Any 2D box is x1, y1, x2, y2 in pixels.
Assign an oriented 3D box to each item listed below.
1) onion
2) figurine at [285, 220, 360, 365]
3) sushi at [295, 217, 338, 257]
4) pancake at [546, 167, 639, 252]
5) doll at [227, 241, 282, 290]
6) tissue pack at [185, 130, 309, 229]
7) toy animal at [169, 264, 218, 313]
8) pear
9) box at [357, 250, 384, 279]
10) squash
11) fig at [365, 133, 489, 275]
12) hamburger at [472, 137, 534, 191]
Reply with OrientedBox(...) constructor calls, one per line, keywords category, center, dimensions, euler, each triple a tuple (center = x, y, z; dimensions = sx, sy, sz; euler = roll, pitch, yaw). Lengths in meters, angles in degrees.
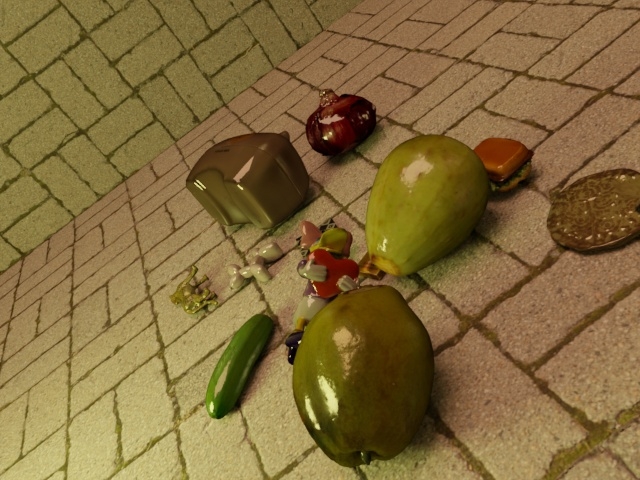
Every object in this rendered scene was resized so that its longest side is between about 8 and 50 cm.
OrientedBox(category="onion", center=(0.056, -0.395, 1.935), dimensions=(0.252, 0.219, 0.252), euler=(-22, 26, 12))
OrientedBox(category="figurine", center=(0.009, 0.107, 1.372), dimensions=(0.193, 0.154, 0.420), euler=(120, 163, -53))
OrientedBox(category="sushi", center=(0.000, 0.000, 1.644), dimensions=(0.126, 0.026, 0.120), euler=(-30, 29, 2))
OrientedBox(category="pancake", center=(0.559, -0.064, 1.172), dimensions=(0.235, 0.029, 0.212), euler=(-49, 32, -21))
OrientedBox(category="doll", center=(-0.201, 0.078, 1.702), dimensions=(0.160, 0.059, 0.161), euler=(-10, 40, 36))
OrientedBox(category="tissue pack", center=(-0.224, -0.202, 1.899), dimensions=(0.387, 0.267, 0.277), euler=(6, 49, 50))
OrientedBox(category="toy animal", center=(-0.383, 0.174, 1.759), dimensions=(0.136, 0.073, 0.181), euler=(-44, 43, 2))
OrientedBox(category="pear", center=(0.076, 0.232, 1.047), dimensions=(0.269, 0.269, 0.321), euler=(-16, 55, 30))
OrientedBox(category="box", center=(0.155, 0.029, 1.451), dimensions=(0.089, 0.022, 0.156), euler=(12, 56, 51))
OrientedBox(category="squash", center=(-0.195, 0.285, 1.396), dimensions=(0.082, 0.082, 0.292), euler=(-9, 40, 37))
OrientedBox(category="fig", center=(0.219, -0.074, 1.313), dimensions=(0.326, 0.258, 0.258), euler=(-55, 33, -4))
OrientedBox(category="hamburger", center=(0.422, -0.175, 1.401), dimensions=(0.137, 0.087, 0.166), euler=(-40, 30, -5))
